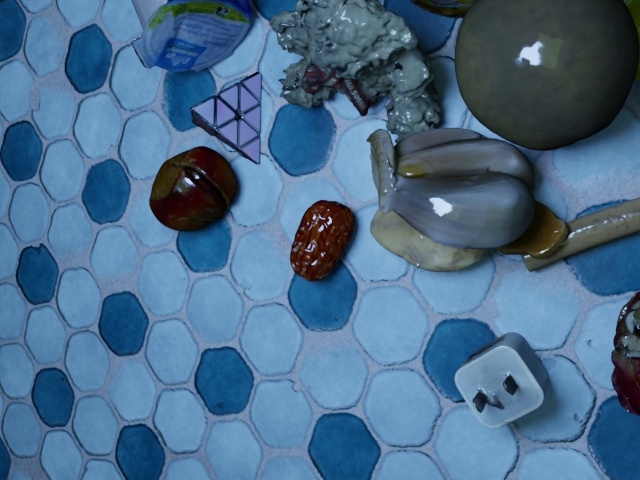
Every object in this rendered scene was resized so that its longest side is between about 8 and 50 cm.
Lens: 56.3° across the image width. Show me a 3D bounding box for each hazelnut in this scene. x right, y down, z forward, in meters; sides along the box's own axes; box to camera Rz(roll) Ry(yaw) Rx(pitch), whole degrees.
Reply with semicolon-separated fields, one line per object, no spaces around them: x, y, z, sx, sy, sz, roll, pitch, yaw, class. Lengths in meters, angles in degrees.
-0.289;-0.112;1.358;0.178;0.178;0.204;35;79;19;hazelnut

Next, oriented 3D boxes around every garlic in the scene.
0.242;-0.100;1.033;0.325;0.279;0.132;2;138;-4;garlic

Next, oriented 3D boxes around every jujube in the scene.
0.000;0.000;1.253;0.112;0.109;0.176;23;105;-10;jujube

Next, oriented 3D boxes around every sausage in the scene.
0.498;-0.021;1.053;0.301;0.066;0.066;-23;83;23;sausage

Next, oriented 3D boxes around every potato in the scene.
0.210;-0.025;1.149;0.235;0.128;0.161;30;103;26;potato

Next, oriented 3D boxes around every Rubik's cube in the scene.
-0.170;-0.291;1.358;0.190;0.211;0.178;39;88;-15;Rubik's cube

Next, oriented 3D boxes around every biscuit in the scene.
0.374;-0.017;1.093;0.118;0.023;0.140;-41;41;14;biscuit

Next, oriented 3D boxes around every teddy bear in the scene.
0.048;-0.337;1.080;0.357;0.367;0.224;26;98;20;teddy bear

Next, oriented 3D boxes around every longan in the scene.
0.365;-0.292;0.978;0.297;0.297;0.297;2;94;25;longan

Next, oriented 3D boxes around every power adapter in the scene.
0.322;0.256;1.072;0.130;0.205;0.125;-36;78;20;power adapter

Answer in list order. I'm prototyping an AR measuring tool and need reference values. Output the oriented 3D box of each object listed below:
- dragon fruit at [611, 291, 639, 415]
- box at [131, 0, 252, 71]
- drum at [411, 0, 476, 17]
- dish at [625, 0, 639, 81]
0.603;0.176;0.883;0.329;0.329;0.329;2;94;25;dragon fruit
-0.293;-0.531;1.263;0.291;0.262;0.206;-44;70;41;box
0.257;-0.630;1.046;0.431;0.214;0.431;2;94;25;drum
0.570;-0.344;0.992;0.149;0.080;0.207;5;97;28;dish
